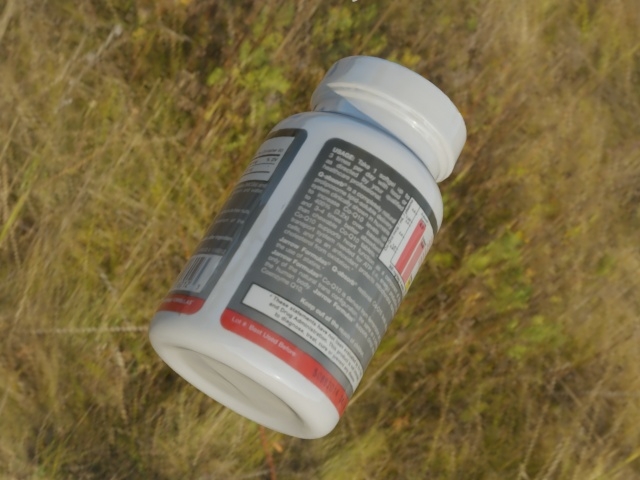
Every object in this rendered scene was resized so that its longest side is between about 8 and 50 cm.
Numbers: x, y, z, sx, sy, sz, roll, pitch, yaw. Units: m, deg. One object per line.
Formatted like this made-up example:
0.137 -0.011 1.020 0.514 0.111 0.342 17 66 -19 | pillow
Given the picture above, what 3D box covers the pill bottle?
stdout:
0.000 0.000 1.077 0.210 0.210 0.363 34 69 -8 | pill bottle
